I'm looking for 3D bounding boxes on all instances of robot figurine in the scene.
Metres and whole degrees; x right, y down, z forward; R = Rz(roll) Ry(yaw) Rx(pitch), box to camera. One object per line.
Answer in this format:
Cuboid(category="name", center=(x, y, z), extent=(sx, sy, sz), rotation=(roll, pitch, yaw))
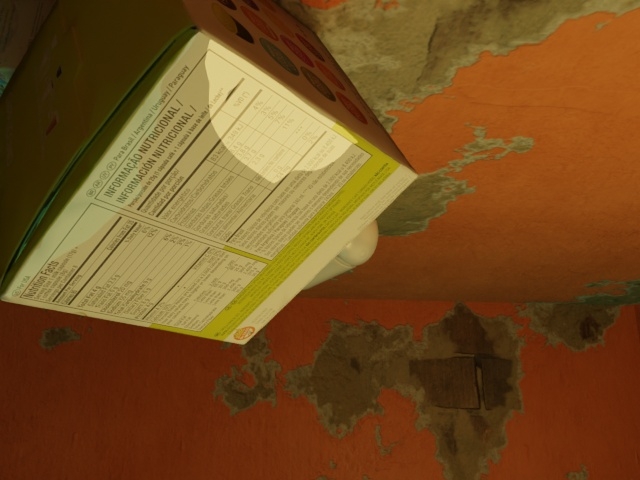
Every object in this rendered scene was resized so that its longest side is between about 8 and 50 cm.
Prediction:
Cuboid(category="robot figurine", center=(0.000, 0.000, 1.404), extent=(0.353, 0.199, 0.300), rotation=(-27, -166, 30))

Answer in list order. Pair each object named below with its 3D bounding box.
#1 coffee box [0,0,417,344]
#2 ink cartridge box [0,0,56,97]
Cuboid(category="coffee box", center=(-0.159, -0.125, 0.675), extent=(0.338, 0.337, 0.334), rotation=(-45, 140, 21))
Cuboid(category="ink cartridge box", center=(-0.426, -0.266, 0.795), extent=(0.176, 0.128, 0.127), rotation=(6, 161, -10))
